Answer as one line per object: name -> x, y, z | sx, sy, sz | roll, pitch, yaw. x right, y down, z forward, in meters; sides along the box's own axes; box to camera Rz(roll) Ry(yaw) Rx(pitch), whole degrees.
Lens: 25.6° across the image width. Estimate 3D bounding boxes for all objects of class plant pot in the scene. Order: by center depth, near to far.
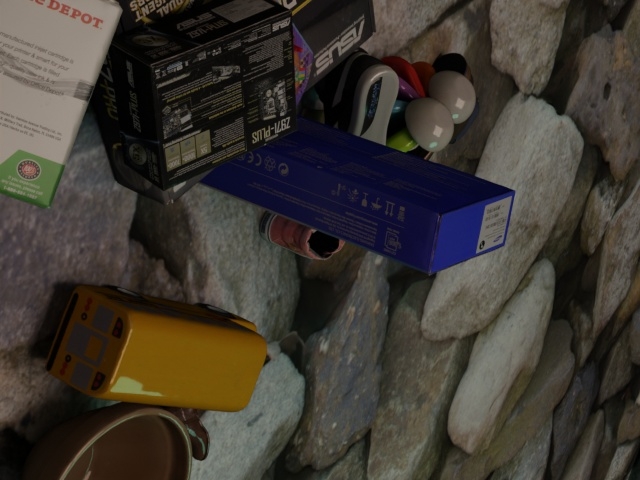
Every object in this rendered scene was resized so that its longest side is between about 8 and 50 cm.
plant pot -> -0.268, 0.280, 1.626 | 0.237, 0.109, 0.237 | -33, 136, -39

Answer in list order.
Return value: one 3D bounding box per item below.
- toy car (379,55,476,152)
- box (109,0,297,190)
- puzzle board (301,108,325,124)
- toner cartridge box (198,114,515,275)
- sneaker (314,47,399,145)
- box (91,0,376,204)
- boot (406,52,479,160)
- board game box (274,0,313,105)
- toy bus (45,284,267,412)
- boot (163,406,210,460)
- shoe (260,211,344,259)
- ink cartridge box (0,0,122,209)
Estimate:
toy car -> 0.107, -0.178, 1.897 | 0.136, 0.159, 0.182 | 51, 45, -12
box -> -0.117, -0.158, 1.454 | 0.180, 0.077, 0.147 | -28, 132, -31
puzzle board -> -0.010, -0.111, 1.872 | 0.096, 0.011, 0.128 | -2, 110, -56
toner cartridge box -> 0.037, -0.064, 1.657 | 0.165, 0.348, 0.075 | -15, 121, -50
sneaker -> 0.029, -0.151, 1.819 | 0.079, 0.121, 0.217 | -2, 124, -35
box -> -0.102, -0.278, 1.571 | 0.395, 0.097, 0.318 | -42, 142, -33
boot -> 0.173, -0.154, 2.046 | 0.219, 0.082, 0.106 | -61, 143, -16
board game box -> -0.051, -0.184, 1.585 | 0.133, 0.033, 0.169 | -58, 147, -13
toy bus -> -0.175, 0.131, 1.660 | 0.332, 0.130, 0.108 | 17, 93, -57
boot -> -0.193, 0.255, 1.788 | 0.114, 0.037, 0.106 | -30, 118, -48
shoe -> 0.000, 0.000, 1.883 | 0.178, 0.081, 0.063 | 14, 96, -57
ink cartridge box -> -0.297, -0.154, 1.322 | 0.153, 0.087, 0.208 | 21, 91, -31
